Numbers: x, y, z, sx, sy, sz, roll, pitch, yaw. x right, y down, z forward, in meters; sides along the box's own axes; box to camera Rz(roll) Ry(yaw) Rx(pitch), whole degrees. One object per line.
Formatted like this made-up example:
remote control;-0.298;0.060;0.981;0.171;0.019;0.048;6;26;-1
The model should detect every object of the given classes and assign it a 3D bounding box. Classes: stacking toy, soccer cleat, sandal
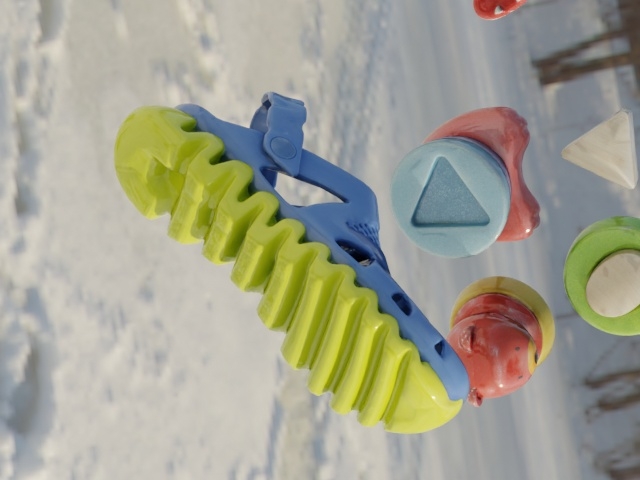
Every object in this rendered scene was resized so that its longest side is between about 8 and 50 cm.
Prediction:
stacking toy;0.223;0.015;1.579;0.130;0.279;0.309;-42;116;-60
soccer cleat;0.117;-0.156;0.828;0.029;0.083;0.035;41;20;9
sandal;0.000;0.000;1.084;0.317;0.138;0.126;48;-38;9
